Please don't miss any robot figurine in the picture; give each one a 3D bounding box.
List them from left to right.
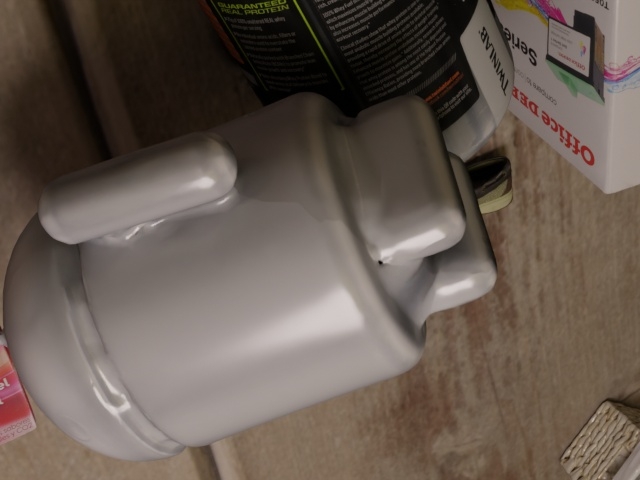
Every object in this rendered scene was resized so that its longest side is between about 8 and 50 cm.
[{"bbox_3d":[-0.065,0.029,0.912,0.353,0.200,0.300,-21,142,12],"label":"robot figurine"}]

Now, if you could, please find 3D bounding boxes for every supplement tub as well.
[{"bbox_3d":[0.008,-0.198,0.965,0.193,0.193,0.316,-36,134,-3],"label":"supplement tub"}]

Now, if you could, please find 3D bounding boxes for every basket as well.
[{"bbox_3d":[0.383,0.269,1.590,0.167,0.103,0.113,21,109,-40],"label":"basket"}]

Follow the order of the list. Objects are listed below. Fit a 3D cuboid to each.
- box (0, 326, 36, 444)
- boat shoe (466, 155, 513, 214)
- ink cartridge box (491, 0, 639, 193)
[{"bbox_3d":[-0.383,0.105,0.978,0.300,0.154,0.142,-22,130,-14],"label":"box"},{"bbox_3d":[0.114,-0.043,1.240,0.152,0.056,0.049,-21,126,-29],"label":"boat shoe"},{"bbox_3d":[0.226,-0.208,1.082,0.117,0.201,0.278,-21,131,-16],"label":"ink cartridge box"}]
